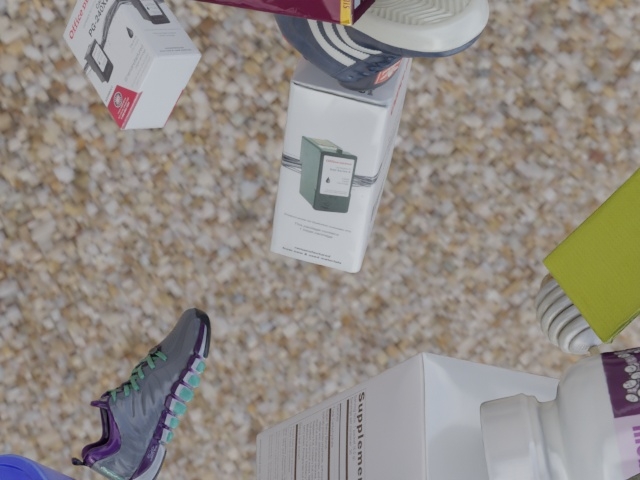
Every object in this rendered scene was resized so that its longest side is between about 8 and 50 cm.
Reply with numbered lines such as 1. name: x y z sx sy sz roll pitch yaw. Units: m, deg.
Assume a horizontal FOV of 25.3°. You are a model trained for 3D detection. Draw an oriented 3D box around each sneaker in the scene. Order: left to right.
1. sneaker: -0.202 0.170 1.629 0.098 0.083 0.223 26 75 -21
2. sneaker: 0.066 -0.215 1.464 0.131 0.350 0.148 -31 121 -16

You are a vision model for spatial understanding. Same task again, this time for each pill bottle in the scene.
1. pill bottle: 0.281 0.160 1.091 0.302 0.169 0.169 -11 129 8

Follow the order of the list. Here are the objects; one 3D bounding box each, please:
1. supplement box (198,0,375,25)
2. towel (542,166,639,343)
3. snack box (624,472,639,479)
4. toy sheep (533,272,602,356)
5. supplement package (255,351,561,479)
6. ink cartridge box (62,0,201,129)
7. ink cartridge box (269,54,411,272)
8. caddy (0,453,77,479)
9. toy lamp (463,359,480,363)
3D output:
1. supplement box: -0.046 -0.262 1.251 0.081 0.188 0.104 -54 151 -53
2. towel: 0.293 -0.027 1.170 0.237 0.102 0.021 -46 142 21
3. snack box: 0.274 0.139 0.651 0.322 0.060 0.187 -28 121 12
4. toy sheep: 0.295 0.087 1.646 0.091 0.132 0.091 -18 141 -16
5. supplement package: 0.084 0.235 1.306 0.178 0.175 0.293 14 153 -28
6. ink cartridge box: -0.204 -0.209 1.523 0.063 0.150 0.109 -10 144 -41
7. ink cartridge box: 0.031 -0.139 1.742 0.122 0.211 0.289 14 137 5
8. caddy: -0.195 0.319 1.080 0.179 0.341 0.241 39 88 -37
9. toy lamp: 0.167 0.268 1.687 0.080 0.274 0.080 2 134 2
